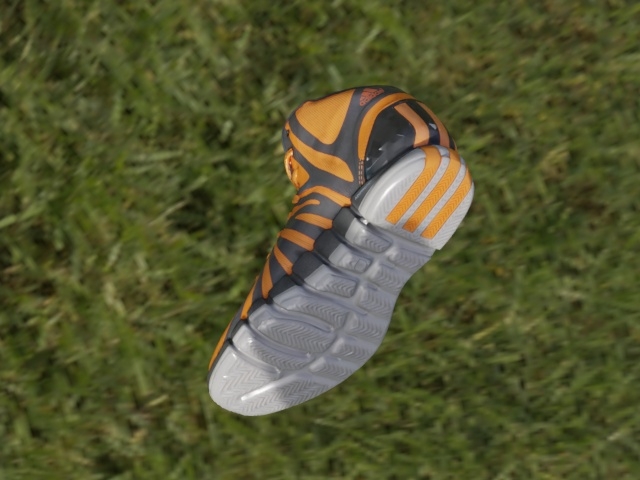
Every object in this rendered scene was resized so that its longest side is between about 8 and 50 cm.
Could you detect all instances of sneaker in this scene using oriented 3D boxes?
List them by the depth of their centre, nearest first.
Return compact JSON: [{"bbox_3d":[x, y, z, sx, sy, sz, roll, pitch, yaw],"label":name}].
[{"bbox_3d":[0.000,0.000,1.608,0.124,0.180,0.321,28,113,-38],"label":"sneaker"}]
